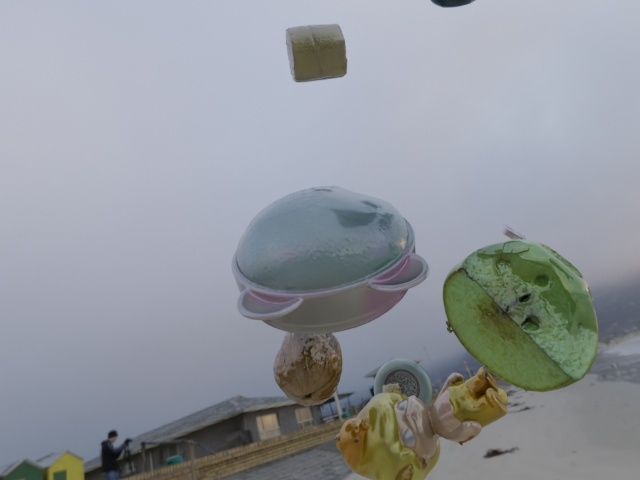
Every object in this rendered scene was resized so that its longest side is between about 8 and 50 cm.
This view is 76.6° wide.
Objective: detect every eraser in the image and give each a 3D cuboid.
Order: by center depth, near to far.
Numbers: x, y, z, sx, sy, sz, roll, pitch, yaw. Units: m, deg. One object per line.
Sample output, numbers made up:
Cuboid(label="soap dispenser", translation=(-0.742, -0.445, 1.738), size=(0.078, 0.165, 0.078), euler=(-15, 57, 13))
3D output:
Cuboid(label="eraser", translation=(0.755, -0.024, 1.583), size=(0.105, 0.065, 0.026), euler=(30, -64, -3))

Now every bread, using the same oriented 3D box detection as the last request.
Cuboid(label="bread", translation=(-0.012, -0.479, 1.039), size=(0.142, 0.148, 0.133), euler=(-10, -59, -6))

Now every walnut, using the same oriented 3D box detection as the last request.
Cuboid(label="walnut", translation=(-0.018, 0.178, 0.597), size=(0.105, 0.124, 0.105), euler=(-4, -53, -6))

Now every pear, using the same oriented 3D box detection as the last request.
Cuboid(label="pear", translation=(0.498, 0.156, 0.996), size=(0.318, 0.342, 0.238), euler=(-30, -19, -27))

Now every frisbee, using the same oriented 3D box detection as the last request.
Cuboid(label="frisbee", translation=(0.152, 0.276, 0.754), size=(0.110, 0.110, 0.014), euler=(-24, -32, 14))

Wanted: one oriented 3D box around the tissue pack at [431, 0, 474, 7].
Cuboid(label="tissue pack", translation=(0.465, -0.985, 1.416), size=(0.198, 0.206, 0.287), euler=(-43, -44, -21))

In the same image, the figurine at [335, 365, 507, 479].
Cuboid(label="figurine", translation=(0.135, 0.260, 0.563), size=(0.246, 0.156, 0.131), euler=(-34, -65, 23))

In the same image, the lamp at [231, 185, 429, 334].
Cuboid(label="lamp", translation=(0.000, -0.003, 0.420), size=(0.180, 0.246, 0.107), euler=(-8, -69, -3))
